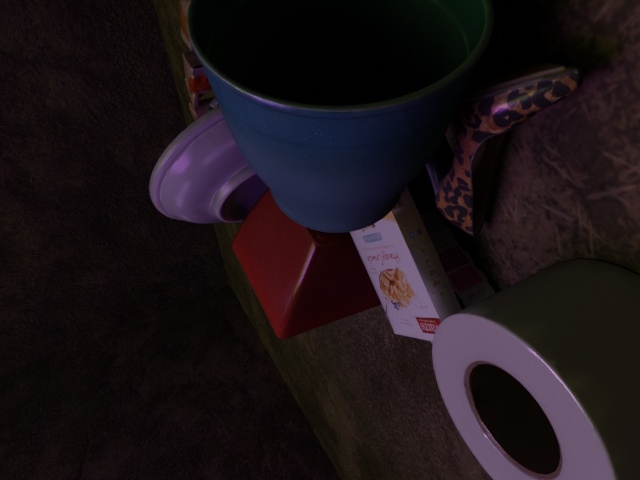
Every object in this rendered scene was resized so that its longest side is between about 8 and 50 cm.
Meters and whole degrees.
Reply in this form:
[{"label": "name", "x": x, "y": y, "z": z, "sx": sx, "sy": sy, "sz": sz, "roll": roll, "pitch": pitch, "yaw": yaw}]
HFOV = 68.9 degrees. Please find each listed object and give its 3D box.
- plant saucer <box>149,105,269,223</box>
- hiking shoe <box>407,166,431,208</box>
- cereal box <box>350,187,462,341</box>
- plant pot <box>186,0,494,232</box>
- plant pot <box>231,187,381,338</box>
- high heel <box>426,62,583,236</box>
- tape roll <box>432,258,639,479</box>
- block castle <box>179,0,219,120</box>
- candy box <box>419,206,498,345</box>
[{"label": "plant saucer", "x": -0.139, "y": -0.136, "z": 0.955, "sx": 0.100, "sy": 0.401, "sz": 0.400, "roll": 58, "pitch": 158, "yaw": 14}, {"label": "hiking shoe", "x": 0.081, "y": -0.186, "z": 0.737, "sx": 0.132, "sy": 0.113, "sz": 0.304, "roll": 32, "pitch": 139, "yaw": 58}, {"label": "cereal box", "x": 0.122, "y": 0.039, "z": 0.724, "sx": 0.240, "sy": 0.047, "sz": 0.173, "roll": 66, "pitch": 161, "yaw": -3}, {"label": "plant pot", "x": 0.021, "y": -0.147, "z": 0.524, "sx": 0.271, "sy": 0.272, "sz": 0.255, "roll": 58, "pitch": 166, "yaw": 28}, {"label": "plant pot", "x": 0.000, "y": 0.000, "z": 0.970, "sx": 0.267, "sy": 0.267, "sz": 0.235, "roll": 58, "pitch": 145, "yaw": 29}, {"label": "high heel", "x": 0.216, "y": -0.091, "z": 0.546, "sx": 0.186, "sy": 0.093, "sz": 0.261, "roll": 62, "pitch": 161, "yaw": -10}, {"label": "tape roll", "x": 0.268, "y": 0.161, "z": 0.519, "sx": 0.246, "sy": 0.169, "sz": 0.246, "roll": 53, "pitch": 155, "yaw": 37}, {"label": "block castle", "x": -0.154, "y": -0.350, "z": 1.044, "sx": 0.303, "sy": 0.213, "sz": 0.453, "roll": 62, "pitch": 158, "yaw": 16}, {"label": "candy box", "x": 0.201, "y": 0.085, "z": 0.762, "sx": 0.233, "sy": 0.071, "sz": 0.159, "roll": 59, "pitch": 159, "yaw": 24}]
